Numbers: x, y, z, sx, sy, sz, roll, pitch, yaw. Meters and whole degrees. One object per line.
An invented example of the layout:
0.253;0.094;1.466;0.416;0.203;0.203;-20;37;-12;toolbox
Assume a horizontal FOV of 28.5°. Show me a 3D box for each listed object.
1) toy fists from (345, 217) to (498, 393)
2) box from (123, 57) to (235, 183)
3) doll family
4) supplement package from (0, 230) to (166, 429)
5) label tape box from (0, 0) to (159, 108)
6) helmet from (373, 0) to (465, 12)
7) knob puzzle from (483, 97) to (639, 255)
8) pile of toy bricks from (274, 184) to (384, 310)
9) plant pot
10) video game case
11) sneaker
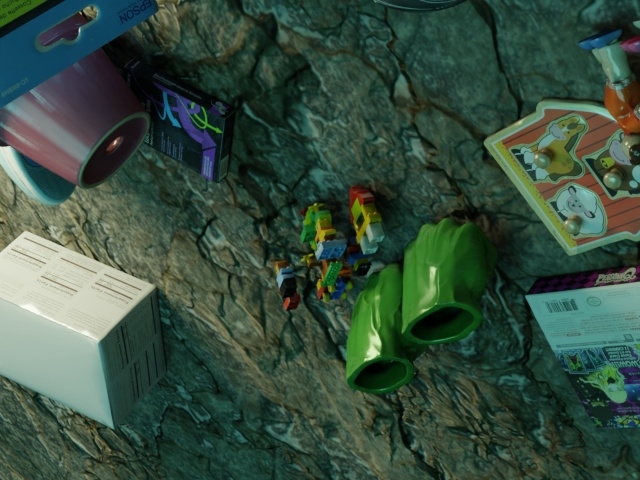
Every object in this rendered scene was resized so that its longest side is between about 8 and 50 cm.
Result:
0.120;0.077;1.538;0.096;0.142;0.279;17;145;-20;toy fists
-0.190;-0.157;1.655;0.162;0.029;0.116;29;138;17;box
0.339;-0.127;1.154;0.118;0.263;0.163;-23;99;5;doll family
-0.398;0.141;1.997;0.261;0.145;0.204;21;136;23;supplement package
-0.368;-0.362;1.428;0.115;0.249;0.348;16;137;51;label tape box
0.097;-0.296;1.201;0.169;0.161;0.169;21;136;22;helmet
0.290;-0.071;1.353;0.213;0.030;0.213;21;136;22;knob puzzle
0.000;0.000;1.608;0.212;0.118;0.105;116;141;-59;pile of toy bricks
-0.324;-0.170;1.604;0.180;0.201;0.201;42;141;10;plant pot
0.379;0.124;1.447;0.232;0.042;0.210;-11;118;44;video game case
-0.478;-0.184;1.789;0.208;0.127;0.319;-13;107;42;sneaker
